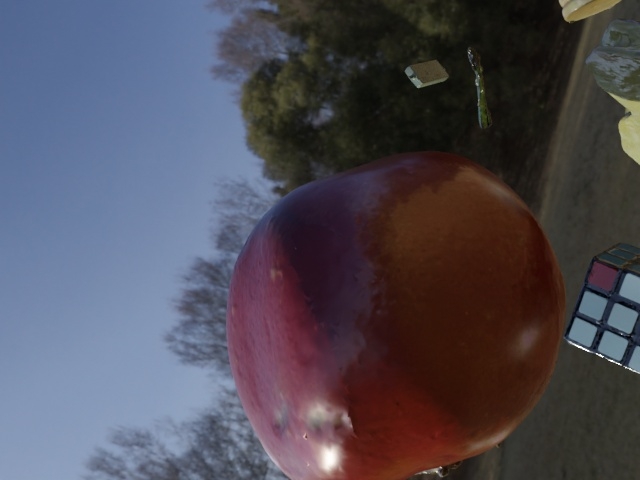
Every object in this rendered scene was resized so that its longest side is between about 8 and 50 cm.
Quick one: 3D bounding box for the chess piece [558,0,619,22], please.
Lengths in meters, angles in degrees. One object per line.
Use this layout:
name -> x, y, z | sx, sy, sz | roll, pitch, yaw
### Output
chess piece -> 0.428, -0.598, 1.383 | 0.117, 0.117, 0.397 | -5, -104, -77

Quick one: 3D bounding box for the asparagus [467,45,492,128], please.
asparagus -> 0.282, -0.265, 1.369 | 0.022, 0.023, 0.233 | -65, -26, -18

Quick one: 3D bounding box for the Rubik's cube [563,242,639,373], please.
Rubik's cube -> 0.520, 0.112, 1.272 | 0.160, 0.162, 0.163 | -16, -55, -52

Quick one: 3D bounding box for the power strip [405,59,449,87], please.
power strip -> 0.217, -0.344, 1.603 | 0.136, 0.051, 0.019 | -27, -11, -49

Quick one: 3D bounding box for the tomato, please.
tomato -> 0.061, 0.072, 0.737 | 0.289, 0.293, 0.325 | 70, 161, 1

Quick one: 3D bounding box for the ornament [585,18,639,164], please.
ornament -> 0.371, -0.131, 0.782 | 0.059, 0.180, 0.201 | -53, -49, -6
